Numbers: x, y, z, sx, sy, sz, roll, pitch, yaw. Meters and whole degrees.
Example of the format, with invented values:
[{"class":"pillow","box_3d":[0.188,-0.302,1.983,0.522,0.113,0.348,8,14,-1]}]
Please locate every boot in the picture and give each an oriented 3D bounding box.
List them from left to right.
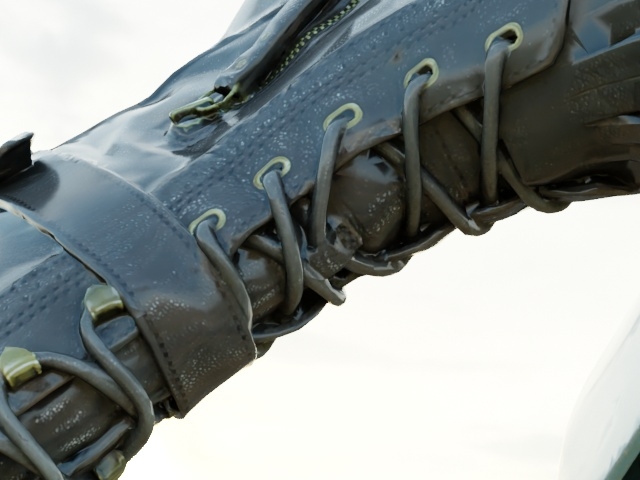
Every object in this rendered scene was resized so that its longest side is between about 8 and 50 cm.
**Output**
[{"class":"boot","box_3d":[0.000,0.000,0.353,0.263,0.229,0.091,15,-43,56]}]

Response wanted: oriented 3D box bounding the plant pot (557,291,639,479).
[{"class":"plant pot","box_3d":[0.318,0.113,1.130,0.247,0.252,0.248,19,-57,-7]}]
